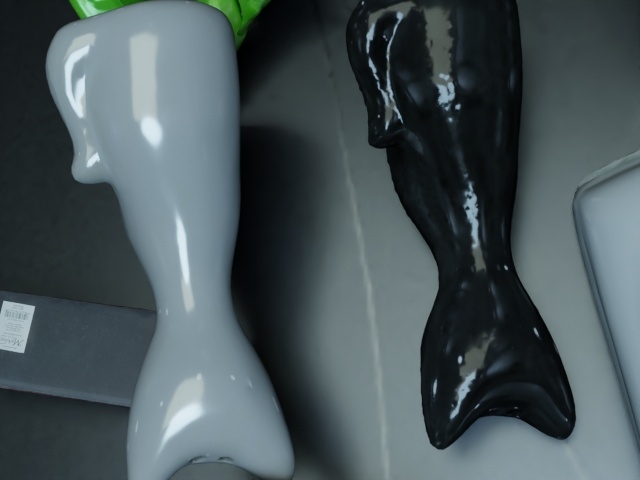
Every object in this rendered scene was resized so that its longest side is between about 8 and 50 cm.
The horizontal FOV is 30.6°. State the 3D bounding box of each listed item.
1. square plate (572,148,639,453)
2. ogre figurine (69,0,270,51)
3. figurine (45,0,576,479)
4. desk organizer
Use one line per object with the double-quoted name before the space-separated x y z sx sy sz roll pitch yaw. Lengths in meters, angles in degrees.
"square plate" 0.257 0.064 0.388 0.344 0.049 0.347 -26 61 36
"ogre figurine" -0.080 -0.167 0.596 0.118 0.097 0.197 -29 61 17
"figurine" 0.000 0.000 0.516 0.215 0.092 0.209 -8 80 -14
"desk organizer" -0.112 0.056 0.572 0.130 0.050 0.047 7 78 14
